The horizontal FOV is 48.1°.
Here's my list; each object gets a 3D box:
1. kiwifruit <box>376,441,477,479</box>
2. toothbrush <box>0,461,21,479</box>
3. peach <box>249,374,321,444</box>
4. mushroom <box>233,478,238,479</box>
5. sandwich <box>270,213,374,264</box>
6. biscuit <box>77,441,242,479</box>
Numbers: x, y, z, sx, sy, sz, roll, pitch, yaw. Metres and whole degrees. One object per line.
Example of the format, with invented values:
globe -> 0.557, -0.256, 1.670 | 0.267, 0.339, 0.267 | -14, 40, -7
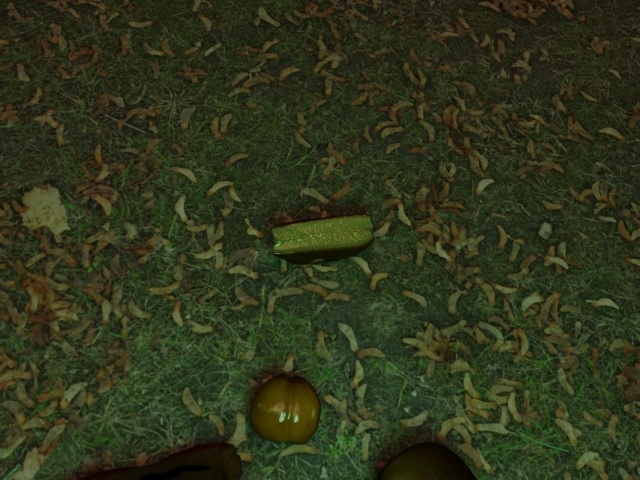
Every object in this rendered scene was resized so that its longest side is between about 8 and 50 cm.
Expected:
kiwifruit -> 0.213, 0.494, 1.318 | 0.196, 0.196, 0.234 | -21, 63, -19
toothbrush -> -0.609, 0.466, 1.295 | 0.011, 0.014, 0.167 | 34, 62, 19
peach -> -0.067, 0.327, 1.397 | 0.138, 0.138, 0.138 | 4, 62, -7
mushroom -> -0.253, 0.569, 1.261 | 0.123, 0.095, 0.351 | 44, 61, -15
sandwich -> 0.000, 0.000, 1.610 | 0.245, 0.088, 0.090 | -6, 72, -17
biscuit -> -0.250, 0.427, 1.176 | 0.368, 0.394, 0.076 | -12, 95, -15
